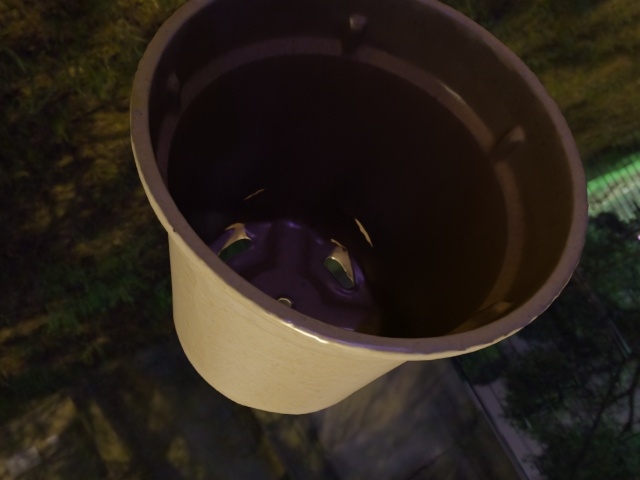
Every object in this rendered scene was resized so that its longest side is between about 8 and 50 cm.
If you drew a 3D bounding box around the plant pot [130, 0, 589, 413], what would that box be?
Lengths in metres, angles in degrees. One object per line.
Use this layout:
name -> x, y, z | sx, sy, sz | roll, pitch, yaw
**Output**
plant pot -> 0.000, 0.000, 0.641 | 0.333, 0.334, 0.305 | -27, 160, -29
